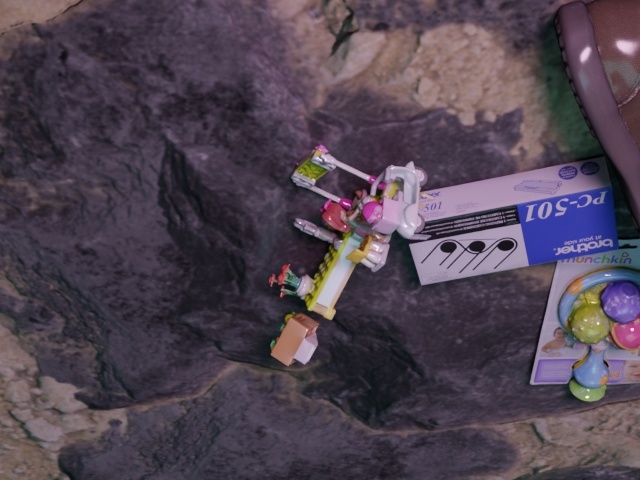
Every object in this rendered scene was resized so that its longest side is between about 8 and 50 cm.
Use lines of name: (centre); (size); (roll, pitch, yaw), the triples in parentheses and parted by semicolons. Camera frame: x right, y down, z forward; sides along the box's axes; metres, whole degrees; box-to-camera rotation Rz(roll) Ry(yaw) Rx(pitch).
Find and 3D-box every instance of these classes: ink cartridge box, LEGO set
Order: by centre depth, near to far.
LEGO set: (0.000, 0.000, 1.202); (0.107, 0.132, 0.287); (25, 137, -13)
ink cartridge box: (0.191, -0.018, 1.234); (0.207, 0.046, 0.097); (-11, 137, 9)

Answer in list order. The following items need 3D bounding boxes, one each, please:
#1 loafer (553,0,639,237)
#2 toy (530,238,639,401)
loafer: (0.333, -0.079, 1.110); (0.130, 0.133, 0.366); (-21, 133, 20)
toy: (0.319, 0.098, 1.351); (0.137, 0.056, 0.237); (0, 136, -3)
